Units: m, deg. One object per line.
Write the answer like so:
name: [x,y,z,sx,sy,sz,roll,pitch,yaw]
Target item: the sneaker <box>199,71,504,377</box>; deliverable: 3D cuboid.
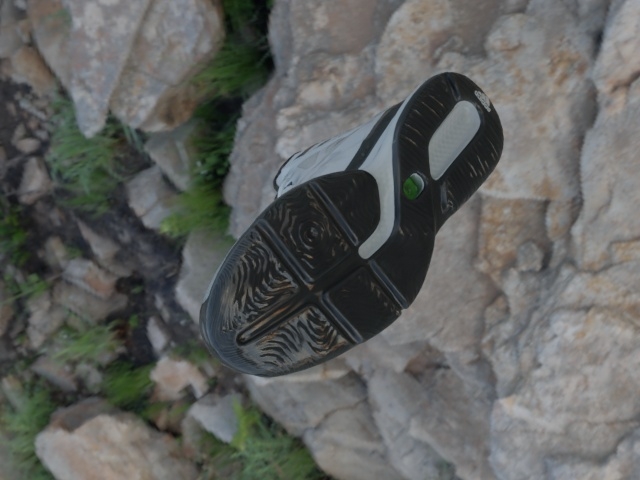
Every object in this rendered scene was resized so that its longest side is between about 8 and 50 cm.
sneaker: [0.001,0.001,1.110,0.169,0.447,0.257,53,146,-10]
